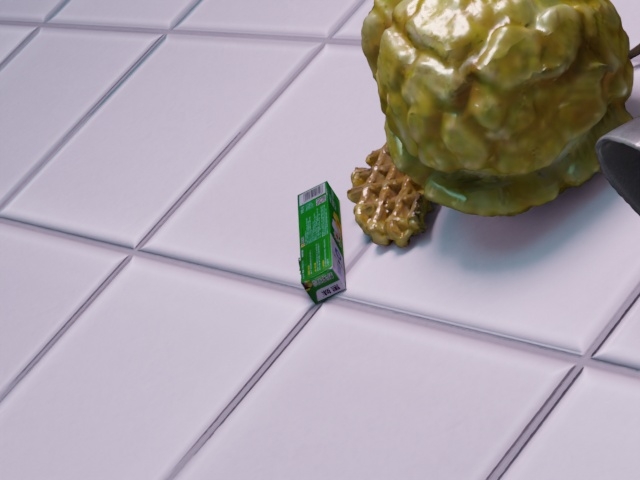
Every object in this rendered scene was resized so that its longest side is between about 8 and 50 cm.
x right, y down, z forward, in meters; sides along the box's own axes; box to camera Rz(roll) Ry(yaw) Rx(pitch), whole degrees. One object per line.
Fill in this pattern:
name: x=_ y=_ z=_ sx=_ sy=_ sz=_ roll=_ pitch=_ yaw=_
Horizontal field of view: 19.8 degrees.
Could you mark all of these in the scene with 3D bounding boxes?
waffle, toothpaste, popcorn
waffle: x=0.105 y=-0.070 z=2.044 sx=0.160 sy=0.046 sz=0.192 roll=-33 pitch=31 yaw=8
toothpaste: x=0.000 y=0.000 z=2.064 sx=0.043 sy=0.037 sz=0.178 roll=-25 pitch=32 yaw=14
popcorn: x=0.191 y=-0.169 z=1.894 sx=0.282 sy=0.282 sz=0.247 roll=-36 pitch=27 yaw=1

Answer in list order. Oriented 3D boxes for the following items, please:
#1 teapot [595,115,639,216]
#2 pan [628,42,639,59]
teapot: x=0.419 y=-0.149 z=1.650 sx=0.344 sy=0.253 sz=0.300 roll=-47 pitch=12 yaw=-8
pan: x=0.412 y=-0.242 z=1.955 sx=0.128 sy=0.048 sz=0.202 roll=-24 pitch=-17 yaw=-32
